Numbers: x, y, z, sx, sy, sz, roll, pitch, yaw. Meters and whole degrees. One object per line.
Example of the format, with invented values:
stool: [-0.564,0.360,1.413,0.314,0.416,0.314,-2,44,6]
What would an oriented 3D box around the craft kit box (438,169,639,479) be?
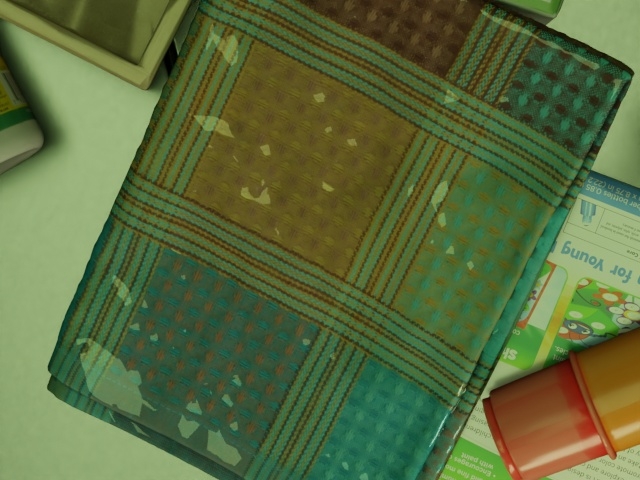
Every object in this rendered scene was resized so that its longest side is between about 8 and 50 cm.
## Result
craft kit box: [0.187,0.087,1.106,0.249,0.061,0.247,23,90,8]

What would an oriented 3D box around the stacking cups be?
stacking cups: [0.257,0.066,1.035,0.316,0.096,0.096,-21,93,12]

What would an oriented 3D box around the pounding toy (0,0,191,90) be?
pounding toy: [-0.149,-0.230,1.081,0.181,0.094,0.206,26,92,-7]

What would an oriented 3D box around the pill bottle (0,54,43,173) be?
pill bottle: [-0.279,-0.128,1.079,0.117,0.117,0.208,-28,93,1]

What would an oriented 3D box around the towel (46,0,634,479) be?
towel: [0.000,0.000,1.050,0.271,0.040,0.370,27,109,6]

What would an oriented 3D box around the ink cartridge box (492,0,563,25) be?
ink cartridge box: [0.059,-0.199,1.081,0.209,0.109,0.062,18,92,0]
